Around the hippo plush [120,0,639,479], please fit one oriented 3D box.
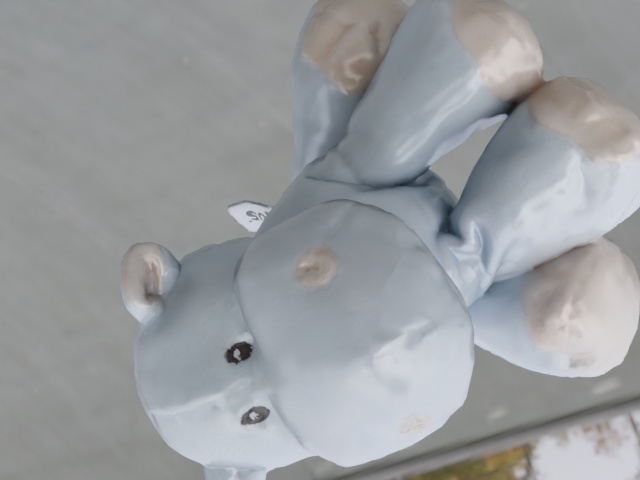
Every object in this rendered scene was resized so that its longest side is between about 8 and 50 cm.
[{"bbox_3d":[0.000,0.000,0.780,0.294,0.234,0.236,-9,-169,38],"label":"hippo plush"}]
